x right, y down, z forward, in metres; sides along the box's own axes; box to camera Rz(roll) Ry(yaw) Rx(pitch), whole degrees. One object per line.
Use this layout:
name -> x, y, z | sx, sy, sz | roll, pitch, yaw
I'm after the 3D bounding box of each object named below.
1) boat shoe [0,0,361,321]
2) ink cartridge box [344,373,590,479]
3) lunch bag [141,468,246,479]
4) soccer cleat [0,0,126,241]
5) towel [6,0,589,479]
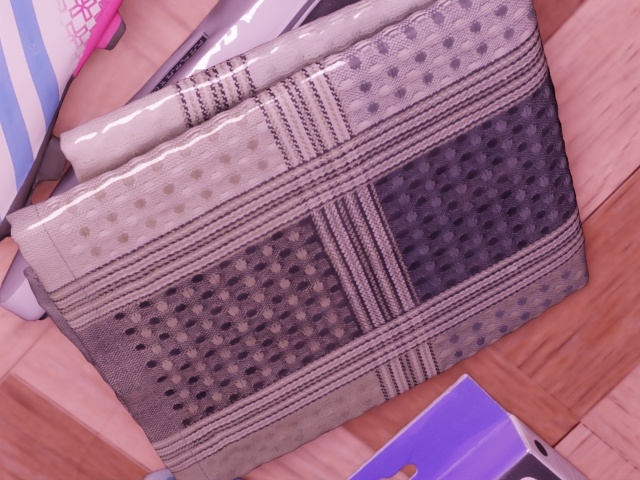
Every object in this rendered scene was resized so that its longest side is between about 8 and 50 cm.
boat shoe -> -0.072, -0.051, 1.003 | 0.102, 0.108, 0.301 | 40, 96, -20
ink cartridge box -> 0.101, 0.229, 1.177 | 0.206, 0.045, 0.208 | -44, 111, 12
lunch bag -> -0.039, 0.260, 1.120 | 0.219, 0.090, 0.176 | 12, 110, 4
soccer cleat -> -0.184, -0.143, 0.928 | 0.143, 0.116, 0.331 | 15, 112, -27
towel -> 0.000, 0.000, 0.992 | 0.324, 0.056, 0.312 | -28, 140, -4
